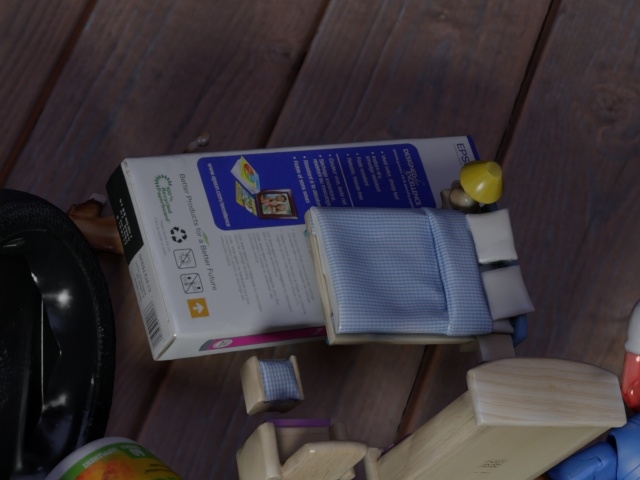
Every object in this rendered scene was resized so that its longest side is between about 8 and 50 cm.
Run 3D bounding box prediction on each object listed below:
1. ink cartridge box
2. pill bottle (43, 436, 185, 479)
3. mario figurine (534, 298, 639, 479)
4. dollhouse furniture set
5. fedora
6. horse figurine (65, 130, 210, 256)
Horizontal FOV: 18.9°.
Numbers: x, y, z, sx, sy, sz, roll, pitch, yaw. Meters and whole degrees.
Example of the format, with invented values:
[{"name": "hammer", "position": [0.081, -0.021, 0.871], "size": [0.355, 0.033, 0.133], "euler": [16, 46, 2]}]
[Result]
[{"name": "ink cartridge box", "position": [0.000, 0.000, 1.758], "size": [0.371, 0.069, 0.175], "euler": [-6, 67, -27]}, {"name": "pill bottle", "position": [-0.118, 0.276, 1.559], "size": [0.136, 0.136, 0.246], "euler": [-36, 50, -27]}, {"name": "mario figurine", "position": [0.324, 0.171, 1.743], "size": [0.320, 0.170, 0.198], "euler": [-36, 109, -19]}, {"name": "dollhouse furniture set", "position": [0.078, 0.047, 1.614], "size": [0.286, 0.198, 0.303], "euler": [3, 62, -26]}, {"name": "fedora", "position": [-0.313, 0.119, 1.617], "size": [0.152, 0.334, 0.334], "euler": [6, 54, 32]}, {"name": "horse figurine", "position": [-0.100, 0.010, 1.797], "size": [0.263, 0.066, 0.174], "euler": [42, 54, 14]}]
